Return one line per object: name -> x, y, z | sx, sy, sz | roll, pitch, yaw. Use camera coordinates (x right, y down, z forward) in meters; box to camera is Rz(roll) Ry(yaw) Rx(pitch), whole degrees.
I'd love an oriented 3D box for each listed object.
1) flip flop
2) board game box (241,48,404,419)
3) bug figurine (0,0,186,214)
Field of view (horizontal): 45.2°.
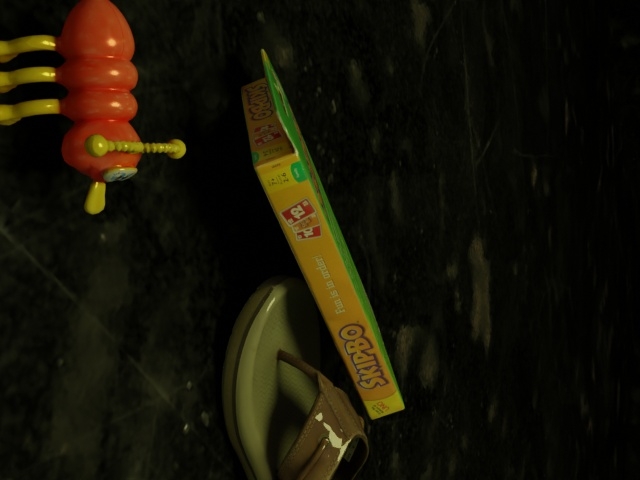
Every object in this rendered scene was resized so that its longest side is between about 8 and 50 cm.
flip flop -> -0.005, 0.161, 0.541 | 0.112, 0.080, 0.277 | -2, 86, -62
board game box -> 0.000, 0.000, 0.554 | 0.124, 0.039, 0.259 | -106, 176, -55
bug figurine -> -0.158, -0.105, 0.284 | 0.279, 0.072, 0.216 | -19, 106, -60
